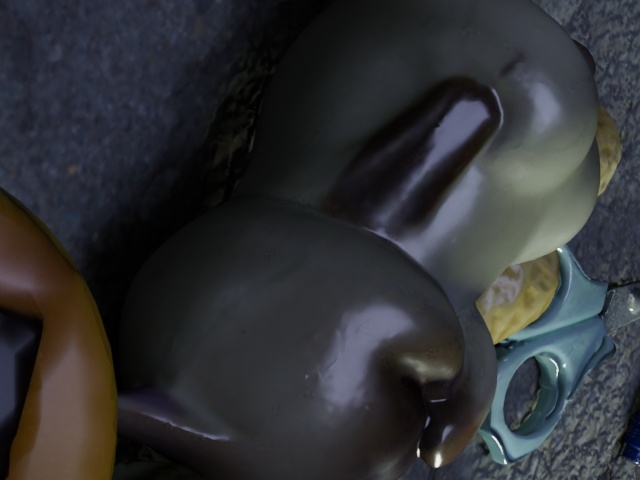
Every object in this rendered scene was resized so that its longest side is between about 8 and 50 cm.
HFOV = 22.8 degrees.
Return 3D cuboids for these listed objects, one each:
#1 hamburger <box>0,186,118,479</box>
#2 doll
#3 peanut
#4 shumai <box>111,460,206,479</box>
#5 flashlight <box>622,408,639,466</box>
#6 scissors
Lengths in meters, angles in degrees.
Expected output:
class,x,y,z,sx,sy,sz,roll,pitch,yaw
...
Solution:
class,x,y,z,sx,sy,sz,roll,pitch,yaw
hamburger,-0.234,0.084,0.714,0.276,0.179,0.294,17,78,-37
doll,0.031,-0.002,0.936,0.215,0.226,0.370,91,23,-71
peanut,0.129,-0.014,1.107,0.103,0.098,0.229,43,70,-39
shumai,-0.080,0.313,0.876,0.330,0.292,0.288,-41,151,7
flashlight,0.289,0.134,1.348,0.035,0.057,0.121,40,74,-83
scissors,0.235,0.055,1.275,0.360,0.029,0.191,-13,107,-40
